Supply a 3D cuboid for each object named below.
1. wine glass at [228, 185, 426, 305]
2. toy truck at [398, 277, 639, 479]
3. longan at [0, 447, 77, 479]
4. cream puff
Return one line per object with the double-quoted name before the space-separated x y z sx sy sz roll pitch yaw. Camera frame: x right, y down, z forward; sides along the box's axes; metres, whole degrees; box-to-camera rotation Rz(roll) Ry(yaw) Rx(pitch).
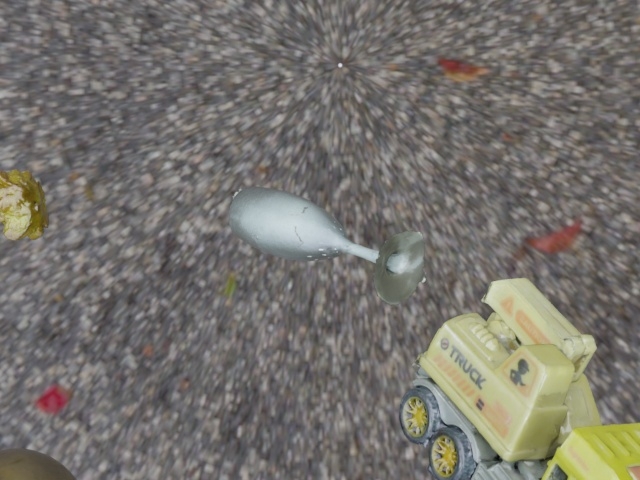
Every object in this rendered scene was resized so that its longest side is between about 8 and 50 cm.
"wine glass" 0.000 0.000 1.260 0.066 0.198 0.066 -15 113 -39
"toy truck" 0.182 0.152 1.171 0.124 0.272 0.157 1 124 -33
"longan" -0.333 0.296 1.525 0.187 0.167 0.167 1 97 -18
"cream puff" -0.339 -0.040 1.686 0.083 0.058 0.083 8 77 -36
